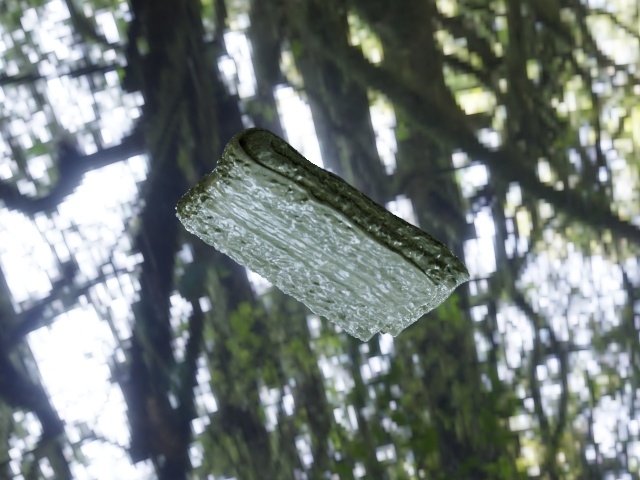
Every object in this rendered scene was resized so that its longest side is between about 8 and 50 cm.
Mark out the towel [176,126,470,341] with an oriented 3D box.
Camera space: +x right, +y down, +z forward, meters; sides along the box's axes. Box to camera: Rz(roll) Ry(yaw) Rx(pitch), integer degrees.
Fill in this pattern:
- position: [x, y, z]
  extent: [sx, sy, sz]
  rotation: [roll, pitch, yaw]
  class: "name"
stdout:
- position: [0.000, 0.000, 0.899]
  extent: [0.148, 0.110, 0.027]
  rotation: [31, -122, -11]
  class: "towel"
